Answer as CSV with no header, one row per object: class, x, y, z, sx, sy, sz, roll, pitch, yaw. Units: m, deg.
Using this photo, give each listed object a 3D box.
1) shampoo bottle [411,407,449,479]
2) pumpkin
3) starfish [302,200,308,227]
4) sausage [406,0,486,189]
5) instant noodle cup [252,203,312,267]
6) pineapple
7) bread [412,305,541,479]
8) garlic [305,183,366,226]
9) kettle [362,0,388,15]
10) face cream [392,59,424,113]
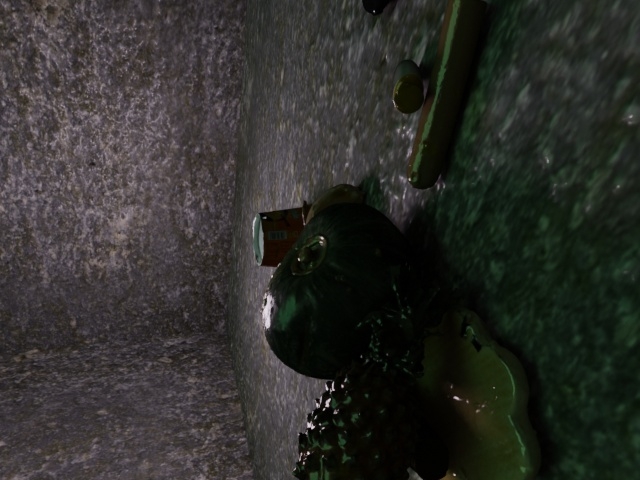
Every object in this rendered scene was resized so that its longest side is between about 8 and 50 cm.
shampoo bottle,0.114,0.296,0.801,0.350,0.084,0.126,-144,64,-67
pumpkin,0.034,0.097,0.819,0.327,0.257,0.291,-44,30,7
starfish,-0.007,0.001,1.166,0.213,0.056,0.238,55,-148,-39
sausage,0.198,-0.226,0.695,0.066,0.065,0.301,-121,35,-53
instant noodle cup,-0.119,-0.004,1.410,0.230,0.182,0.231,177,90,-70
pineapple,0.097,0.214,0.636,0.361,0.175,0.175,-59,16,-12
bread,0.224,0.259,0.676,0.316,0.054,0.316,179,90,-70
garlic,0.049,-0.016,1.060,0.164,0.145,0.245,-11,82,38
kettle,0.087,-0.605,0.836,0.268,0.207,0.291,30,-134,-80
face cream,0.151,-0.272,0.747,0.182,0.051,0.072,-77,-7,-54
